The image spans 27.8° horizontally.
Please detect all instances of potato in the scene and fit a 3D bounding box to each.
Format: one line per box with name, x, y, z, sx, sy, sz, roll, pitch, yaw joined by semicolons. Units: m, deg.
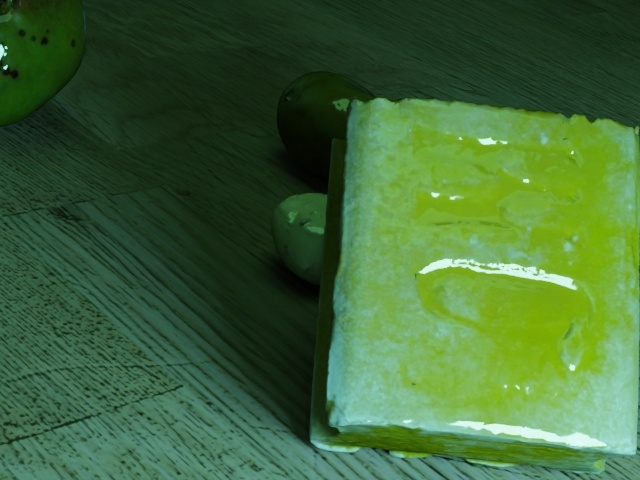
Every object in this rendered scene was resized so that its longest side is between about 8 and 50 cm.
potato;0.030;-0.151;1.758;0.154;0.137;0.200;-3;29;-29

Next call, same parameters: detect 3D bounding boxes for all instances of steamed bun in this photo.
steamed bun;0.000;0.000;1.501;0.130;0.091;0.112;-11;39;-44

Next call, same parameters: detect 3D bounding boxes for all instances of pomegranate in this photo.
pomegranate;-0.463;-0.252;1.679;0.291;0.323;0.291;22;47;-26

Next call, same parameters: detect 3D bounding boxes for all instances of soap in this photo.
soap;0.148;0.041;1.231;0.293;0.156;0.335;9;70;-7
